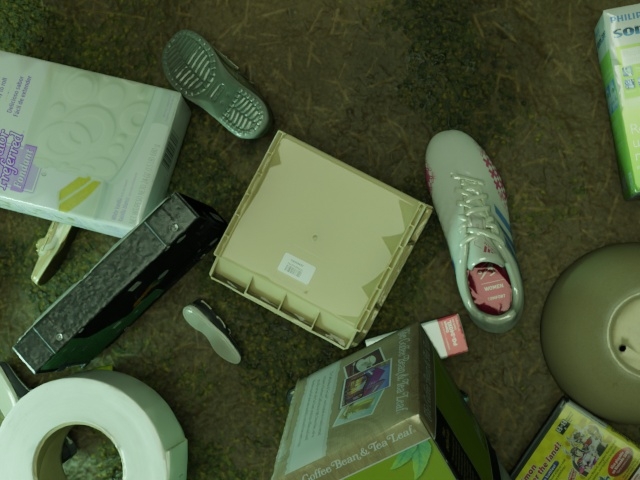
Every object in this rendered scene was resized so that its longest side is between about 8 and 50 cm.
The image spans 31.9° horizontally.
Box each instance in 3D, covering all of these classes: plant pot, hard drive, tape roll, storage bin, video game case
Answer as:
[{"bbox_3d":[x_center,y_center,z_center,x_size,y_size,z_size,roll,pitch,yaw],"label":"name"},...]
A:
[{"bbox_3d":[0.474,0.139,1.652,0.284,0.191,0.284,0,87,7],"label":"plant pot"},{"bbox_3d":[-0.299,0.067,1.733,0.339,0.237,0.064,-44,82,3],"label":"hard drive"},{"bbox_3d":[-0.350,0.343,1.715,0.286,0.100,0.286,0,90,11],"label":"tape roll"},{"bbox_3d":[0.000,0.000,1.757,0.262,0.123,0.260,28,91,8],"label":"storage bin"},{"bbox_3d":[0.400,0.416,1.703,0.248,0.035,0.274,33,100,8],"label":"video game case"}]

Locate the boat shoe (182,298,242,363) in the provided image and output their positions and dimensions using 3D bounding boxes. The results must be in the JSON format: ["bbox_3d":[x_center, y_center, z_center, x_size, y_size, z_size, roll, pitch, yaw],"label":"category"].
[{"bbox_3d":[-0.168,0.146,1.810,0.125,0.038,0.046,42,135,9],"label":"boat shoe"}]

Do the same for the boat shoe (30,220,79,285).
[{"bbox_3d":[-0.444,0.010,1.851,0.045,0.050,0.135,26,80,11],"label":"boat shoe"}]

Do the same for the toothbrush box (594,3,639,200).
[{"bbox_3d":[0.548,-0.219,1.702,0.206,0.122,0.283,-9,84,6],"label":"toothbrush box"}]

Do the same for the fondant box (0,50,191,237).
[{"bbox_3d":[-0.404,-0.152,1.814,0.330,0.096,0.238,14,78,9],"label":"fondant box"}]

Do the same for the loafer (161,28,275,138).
[{"bbox_3d":[-0.164,-0.244,1.815,0.094,0.087,0.251,-46,67,9],"label":"loafer"}]

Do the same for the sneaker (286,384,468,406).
[{"bbox_3d":[0.083,0.278,1.736,0.283,0.110,0.122,6,90,8],"label":"sneaker"}]

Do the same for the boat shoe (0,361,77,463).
[{"bbox_3d":[-0.473,0.282,1.840,0.065,0.075,0.206,-25,74,-38],"label":"boat shoe"}]

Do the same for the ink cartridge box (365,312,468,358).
[{"bbox_3d":[0.149,0.161,1.732,0.151,0.109,0.063,-16,85,6],"label":"ink cartridge box"}]

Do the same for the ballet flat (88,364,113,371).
[{"bbox_3d":[-0.307,0.301,1.805,0.077,0.077,0.231,-30,81,-23],"label":"ballet flat"}]

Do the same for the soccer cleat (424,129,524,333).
[{"bbox_3d":[0.243,-0.020,1.715,0.116,0.143,0.331,-17,84,6],"label":"soccer cleat"}]

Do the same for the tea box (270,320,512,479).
[{"bbox_3d":[0.118,0.338,1.539,0.220,0.329,0.323,-27,102,12],"label":"tea box"}]
